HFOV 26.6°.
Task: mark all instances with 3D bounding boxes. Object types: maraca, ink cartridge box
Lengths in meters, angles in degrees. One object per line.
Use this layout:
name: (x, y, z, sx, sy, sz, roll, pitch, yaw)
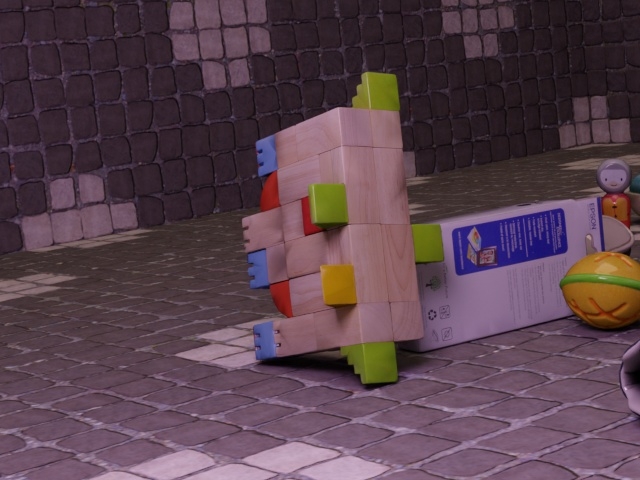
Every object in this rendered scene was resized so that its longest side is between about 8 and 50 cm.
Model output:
maraca: (0.381, 0.070, 1.793, 0.127, 0.099, 0.185, 11, -12, 11)
ink cartridge box: (0.247, 0.040, 1.848, 0.333, 0.165, 0.065, -9, 7, -29)

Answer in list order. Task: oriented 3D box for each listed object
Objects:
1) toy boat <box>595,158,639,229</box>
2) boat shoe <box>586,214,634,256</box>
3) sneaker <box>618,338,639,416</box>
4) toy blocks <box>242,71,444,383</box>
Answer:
toy boat: (0.665, -0.100, 2.606, 0.318, 0.148, 0.267, -10, 9, -29)
boat shoe: (0.352, 0.051, 2.041, 0.335, 0.095, 0.112, -17, 49, -40)
sneaker: (0.402, 0.127, 1.316, 0.226, 0.086, 0.163, -12, -9, 41)
toy blocks: (0.000, 0.000, 1.742, 0.191, 0.381, 0.261, -1, -8, -35)
